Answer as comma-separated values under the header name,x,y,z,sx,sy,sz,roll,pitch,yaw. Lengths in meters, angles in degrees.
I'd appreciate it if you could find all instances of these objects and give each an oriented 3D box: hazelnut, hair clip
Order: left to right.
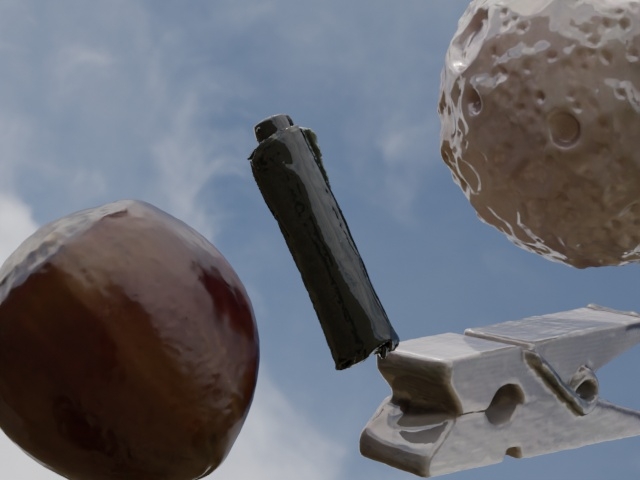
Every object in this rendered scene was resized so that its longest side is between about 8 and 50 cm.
name,x,y,z,sx,sy,sz,roll,pitch,yaw
hazelnut,-0.135,0.083,0.892,0.208,0.208,0.208,23,-33,16
hair clip,0.153,0.111,0.980,0.085,0.330,0.101,16,-79,40

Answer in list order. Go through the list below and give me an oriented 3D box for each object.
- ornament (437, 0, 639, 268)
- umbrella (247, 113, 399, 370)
name,x,y,z,sx,sy,sz,roll,pitch,yaw
ornament,0.215,-0.096,0.995,0.259,0.259,0.225,16,-62,25
umbrella,-0.001,0.001,0.639,0.031,0.036,0.133,-26,-95,39
